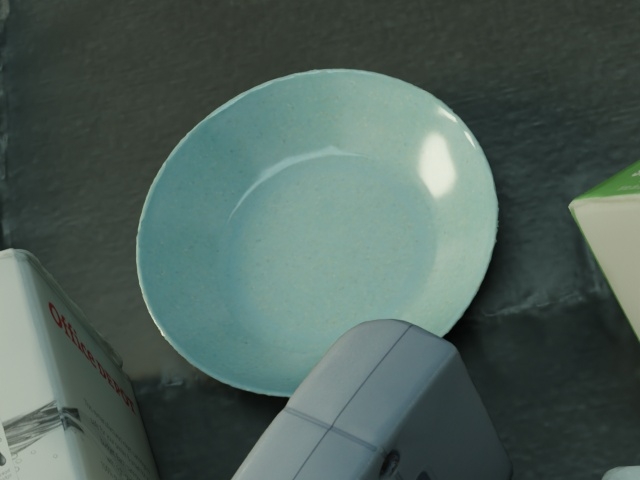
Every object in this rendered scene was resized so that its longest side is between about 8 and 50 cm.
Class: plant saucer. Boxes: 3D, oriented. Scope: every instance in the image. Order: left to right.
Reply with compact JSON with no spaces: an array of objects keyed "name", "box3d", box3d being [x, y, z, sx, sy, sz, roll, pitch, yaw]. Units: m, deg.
[{"name":"plant saucer","box3d":[0.000,0.000,0.933,0.195,0.037,0.195,-6,60,11]}]

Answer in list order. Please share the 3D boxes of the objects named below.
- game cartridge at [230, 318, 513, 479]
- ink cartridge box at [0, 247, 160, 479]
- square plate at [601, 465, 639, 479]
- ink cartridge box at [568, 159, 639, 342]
[{"name":"game cartridge","box3d":[-0.015,0.185,0.746,0.060,0.196,0.294,23,70,23]},{"name":"ink cartridge box","box3d":[-0.127,0.135,0.822,0.092,0.158,0.218,-21,59,3]},{"name":"square plate","box3d":[0.268,0.180,0.660,0.347,0.049,0.344,-1,19,14]},{"name":"ink cartridge box","box3d":[0.246,-0.003,0.786,0.212,0.093,0.154,-30,95,-14]}]
